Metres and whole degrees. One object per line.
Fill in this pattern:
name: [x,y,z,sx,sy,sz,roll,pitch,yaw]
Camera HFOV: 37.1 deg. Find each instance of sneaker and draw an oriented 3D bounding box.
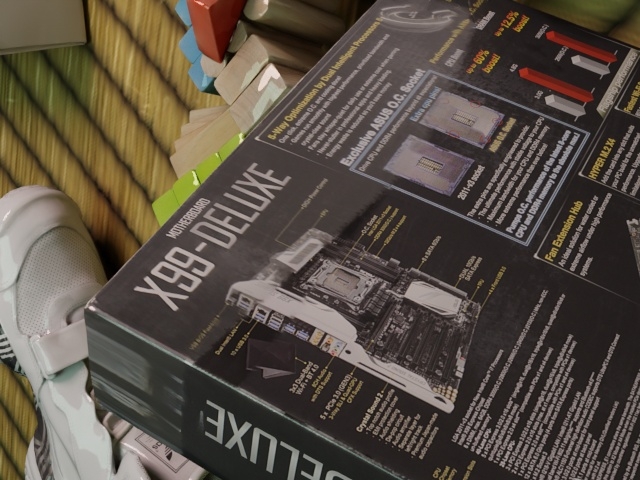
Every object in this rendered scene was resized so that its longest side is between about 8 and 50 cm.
sneaker: [-0.183,0.131,0.859,0.210,0.137,0.366,7,113,37]

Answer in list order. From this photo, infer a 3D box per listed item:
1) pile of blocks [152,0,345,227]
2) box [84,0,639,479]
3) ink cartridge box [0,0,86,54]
pile of blocks: [-0.059,-0.109,0.594,0.148,0.112,0.362,-7,85,34]
box: [0.081,0.005,0.452,0.242,0.307,0.077,25,140,15]
ink cartridge box: [-0.332,-0.313,0.851,0.211,0.121,0.289,10,109,37]
